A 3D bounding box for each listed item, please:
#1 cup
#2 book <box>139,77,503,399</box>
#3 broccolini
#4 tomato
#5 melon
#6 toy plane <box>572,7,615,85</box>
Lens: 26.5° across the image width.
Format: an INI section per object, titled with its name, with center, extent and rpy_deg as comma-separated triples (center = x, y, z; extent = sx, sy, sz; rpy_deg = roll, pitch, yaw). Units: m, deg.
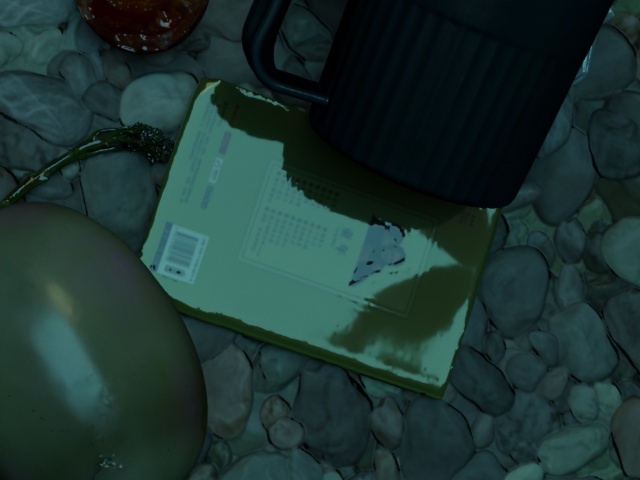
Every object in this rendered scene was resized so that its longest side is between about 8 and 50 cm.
[cup]
center = 0.118, -0.205, 1.290
extent = 0.308, 0.242, 0.292
rpy_deg = 2, 117, -45
[book]
center = 0.000, 0.000, 1.406
extent = 0.352, 0.035, 0.239
rpy_deg = 20, 82, -11
[broccolini]
center = -0.242, -0.075, 1.364
extent = 0.194, 0.054, 0.052
rpy_deg = -24, 59, -8
[tomato]
center = -0.172, -0.271, 1.370
extent = 0.139, 0.091, 0.159
rpy_deg = 19, 107, -1
[melon]
center = -0.231, 0.115, 1.244
extent = 0.223, 0.223, 0.317
rpy_deg = -29, 91, -14
[toy plane]
center = 0.253, -0.300, 1.445
extent = 0.255, 0.101, 0.251
rpy_deg = -30, 90, 14
